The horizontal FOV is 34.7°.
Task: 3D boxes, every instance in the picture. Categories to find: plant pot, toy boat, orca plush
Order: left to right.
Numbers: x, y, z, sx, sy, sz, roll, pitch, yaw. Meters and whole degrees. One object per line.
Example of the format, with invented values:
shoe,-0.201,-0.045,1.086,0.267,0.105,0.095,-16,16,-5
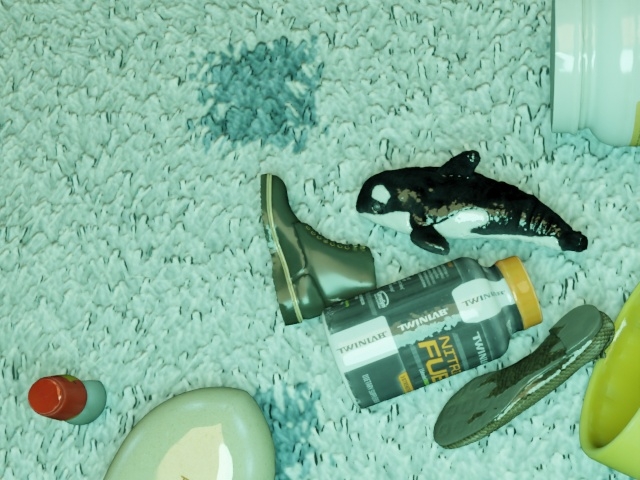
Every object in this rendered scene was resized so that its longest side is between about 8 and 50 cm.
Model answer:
toy boat,-0.207,0.261,1.232,0.318,0.148,0.267,34,85,12
orca plush,0.182,-0.053,1.235,0.287,0.102,0.151,21,39,29
plant pot,0.440,0.165,1.089,0.239,0.254,0.254,26,77,2

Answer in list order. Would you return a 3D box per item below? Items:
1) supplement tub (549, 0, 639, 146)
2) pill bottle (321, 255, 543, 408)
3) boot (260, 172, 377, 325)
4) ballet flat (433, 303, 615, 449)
supplement tub,0.437,-0.226,1.222,0.316,0.228,0.228,1,71,11
pill bottle,0.135,0.099,1.217,0.246,0.130,0.130,-21,68,3
boot,0.000,0.000,1.317,0.137,0.077,0.197,-13,82,1
ballet flat,0.238,0.168,1.190,0.250,0.058,0.084,-41,30,13
